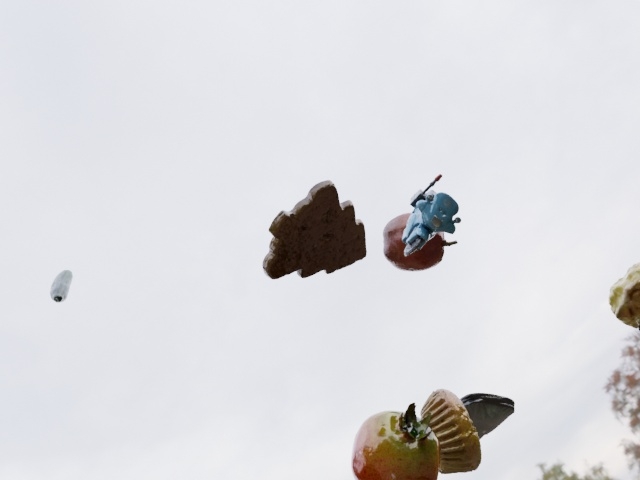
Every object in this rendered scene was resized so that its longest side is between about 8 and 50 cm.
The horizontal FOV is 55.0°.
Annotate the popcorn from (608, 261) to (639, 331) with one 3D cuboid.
[{"bbox_3d":[0.725,0.121,1.362,0.180,0.170,0.180,3,-43,3],"label":"popcorn"}]

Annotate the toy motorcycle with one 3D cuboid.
[{"bbox_3d":[0.289,-0.066,1.641,0.123,0.272,0.182,38,-66,-6],"label":"toy motorcycle"}]

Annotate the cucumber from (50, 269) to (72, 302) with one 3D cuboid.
[{"bbox_3d":[-0.526,0.097,1.242,0.037,0.155,0.037,-5,-71,-14],"label":"cucumber"}]

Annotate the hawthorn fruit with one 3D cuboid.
[{"bbox_3d":[0.338,0.006,2.087,0.253,0.205,0.205,-4,-24,32],"label":"hawthorn fruit"}]

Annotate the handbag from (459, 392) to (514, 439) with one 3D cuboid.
[{"bbox_3d":[0.469,0.596,1.977,0.191,0.075,0.332,12,-48,-19],"label":"handbag"}]

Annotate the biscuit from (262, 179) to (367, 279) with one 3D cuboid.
[{"bbox_3d":[-0.001,-0.001,1.474,0.301,0.043,0.278,25,-71,-44],"label":"biscuit"}]

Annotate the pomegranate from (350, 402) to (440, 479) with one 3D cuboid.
[{"bbox_3d":[0.183,0.497,1.447,0.221,0.221,0.257,3,-60,-38],"label":"pomegranate"}]

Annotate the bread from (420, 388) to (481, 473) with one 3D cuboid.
[{"bbox_3d":[0.350,0.524,1.690,0.139,0.240,0.240,-19,-39,-2],"label":"bread"}]
